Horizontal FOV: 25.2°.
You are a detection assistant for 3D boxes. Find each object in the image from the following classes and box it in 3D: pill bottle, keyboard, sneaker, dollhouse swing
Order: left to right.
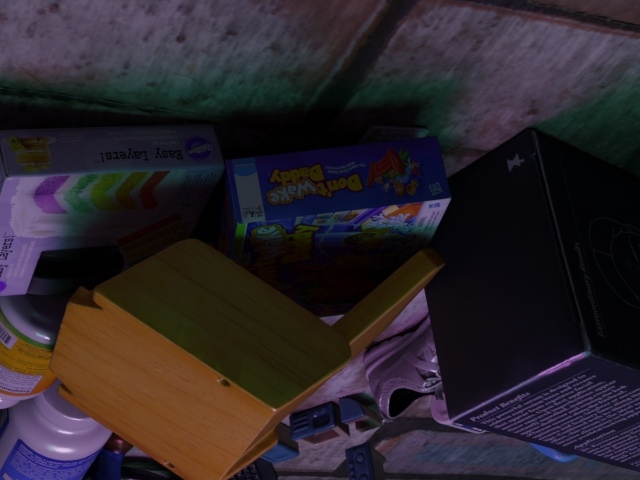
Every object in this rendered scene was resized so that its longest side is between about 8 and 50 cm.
[{"bbox_3d":[-0.369,0.116,1.781,0.136,0.136,0.245,9,146,-28],"label":"pill bottle"},{"bbox_3d":[-0.371,0.255,2.009,0.152,0.152,0.272,6,148,-23],"label":"pill bottle"},{"bbox_3d":[-0.173,0.451,2.525,0.202,0.033,0.317,-8,150,1],"label":"keyboard"},{"bbox_3d":[-0.086,0.084,1.649,0.315,0.305,0.347,34,152,0],"label":"dollhouse swing"},{"bbox_3d":[0.042,-0.062,1.696,0.072,0.014,0.256,6,148,-23],"label":"keyboard"},{"bbox_3d":[0.178,0.171,2.031,0.105,0.115,0.281,15,143,-35],"label":"sneaker"},{"bbox_3d":[0.236,0.268,2.265,0.120,0.067,0.067,21,140,-40],"label":"pill bottle"}]

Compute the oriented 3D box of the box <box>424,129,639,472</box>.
[{"bbox_3d":[0.334,0.088,1.747,0.395,0.293,0.212,20,140,-39],"label":"box"}]

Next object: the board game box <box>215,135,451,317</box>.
[{"bbox_3d":[0.000,0.000,1.667,0.233,0.078,0.347,-7,159,-9],"label":"board game box"}]

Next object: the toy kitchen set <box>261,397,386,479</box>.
[{"bbox_3d":[-0.014,0.343,2.234,0.207,0.166,0.122,-22,148,23],"label":"toy kitchen set"}]

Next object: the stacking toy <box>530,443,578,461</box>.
[{"bbox_3d":[0.394,0.155,2.053,0.166,0.175,0.301,-18,146,-47],"label":"stacking toy"}]

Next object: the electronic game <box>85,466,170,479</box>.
[{"bbox_3d":[-0.331,0.441,2.418,0.229,0.048,0.229,2,147,1],"label":"electronic game"}]

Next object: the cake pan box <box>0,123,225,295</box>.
[{"bbox_3d":[-0.260,-0.029,1.589,0.246,0.070,0.267,-2,149,-26],"label":"cake pan box"}]

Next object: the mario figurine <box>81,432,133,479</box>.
[{"bbox_3d":[-0.330,0.425,2.144,0.198,0.320,0.170,-14,151,9],"label":"mario figurine"}]
